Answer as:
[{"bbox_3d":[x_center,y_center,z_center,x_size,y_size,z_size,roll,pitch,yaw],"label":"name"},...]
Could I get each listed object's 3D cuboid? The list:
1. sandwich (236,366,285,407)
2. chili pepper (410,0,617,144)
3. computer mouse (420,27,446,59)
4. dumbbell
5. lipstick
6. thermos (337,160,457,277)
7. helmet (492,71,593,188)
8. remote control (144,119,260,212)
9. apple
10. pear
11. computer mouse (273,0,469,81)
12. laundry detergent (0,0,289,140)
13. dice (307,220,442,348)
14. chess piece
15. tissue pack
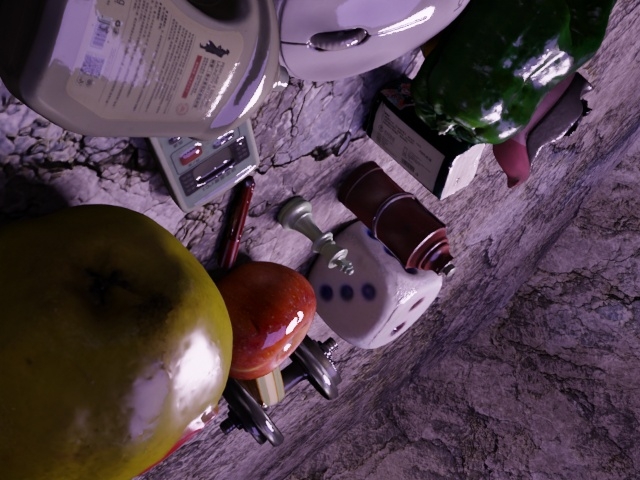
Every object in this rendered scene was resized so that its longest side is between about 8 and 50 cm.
[{"bbox_3d":[-0.106,0.195,1.238,0.113,0.163,0.079,-53,157,20],"label":"sandwich"},{"bbox_3d":[0.276,-0.287,0.902,0.385,0.167,0.213,-55,150,-1],"label":"chili pepper"},{"bbox_3d":[0.261,-0.323,1.070,0.310,0.072,0.158,-12,140,-52],"label":"computer mouse"},{"bbox_3d":[-0.083,0.294,1.424,0.290,0.192,0.192,-37,157,-13],"label":"dumbbell"},{"bbox_3d":[-0.120,-0.025,1.005,0.027,0.027,0.176,-25,150,-39],"label":"lipstick"},{"bbox_3d":[0.140,-0.024,1.179,0.099,0.232,0.124,-45,159,1],"label":"thermos"},{"bbox_3d":[0.415,-0.240,1.388,0.198,0.154,0.253,-52,-174,-37],"label":"helmet"},{"bbox_3d":[-0.135,-0.136,0.754,0.123,0.038,0.285,-36,157,-17],"label":"remote control"},{"bbox_3d":[-0.109,0.120,1.116,0.201,0.162,0.201,-49,166,-17],"label":"apple"},{"bbox_3d":[-0.257,0.122,0.722,0.287,0.287,0.375,-24,170,-41],"label":"pear"},{"bbox_3d":[0.078,-0.275,0.773,0.297,0.121,0.184,-36,158,-23],"label":"computer mouse"},{"bbox_3d":[-0.123,-0.166,0.587,0.253,0.091,0.181,4,118,-46],"label":"laundry detergent"},{"bbox_3d":[0.106,0.082,1.367,0.194,0.193,0.192,-12,143,-51],"label":"dice"},{"bbox_3d":[0.000,0.000,1.089,0.059,0.149,0.059,-38,160,-17],"label":"chess piece"},{"bbox_3d":[0.155,-0.155,1.050,0.090,0.170,0.103,-32,153,-28],"label":"tissue pack"}]
